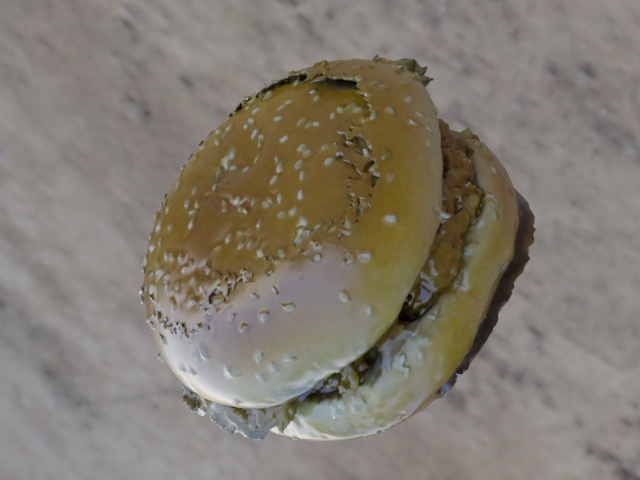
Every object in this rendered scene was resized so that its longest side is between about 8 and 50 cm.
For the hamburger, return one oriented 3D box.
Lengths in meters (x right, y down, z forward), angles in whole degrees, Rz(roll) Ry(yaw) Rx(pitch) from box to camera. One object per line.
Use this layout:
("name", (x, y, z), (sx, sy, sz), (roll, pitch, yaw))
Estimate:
("hamburger", (-0.006, 0.006, 0.943), (0.191, 0.182, 0.118), (-26, 128, 36))
